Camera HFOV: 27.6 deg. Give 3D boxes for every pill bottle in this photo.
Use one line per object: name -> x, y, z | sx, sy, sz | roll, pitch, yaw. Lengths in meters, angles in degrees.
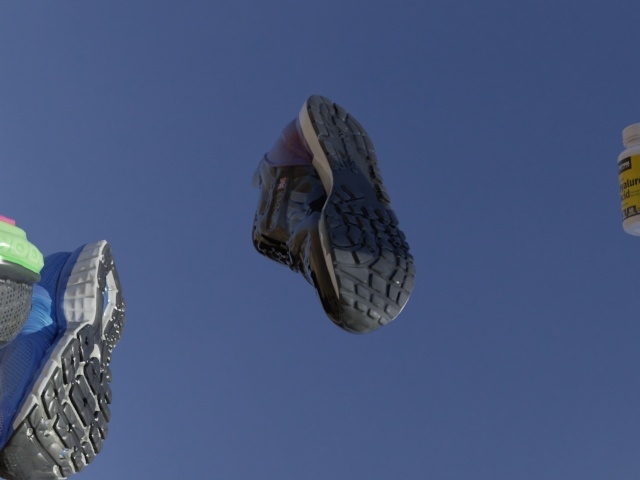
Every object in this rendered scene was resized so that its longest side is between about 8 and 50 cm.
pill bottle -> 0.361, -0.068, 1.432 | 0.065, 0.065, 0.116 | -27, -121, 54

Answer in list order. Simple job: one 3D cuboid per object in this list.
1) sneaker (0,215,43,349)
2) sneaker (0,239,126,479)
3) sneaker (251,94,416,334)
sneaker -> -0.341, 0.109, 0.554 | 0.185, 0.482, 0.202 | -5, -72, 63
sneaker -> -0.289, 0.125, 1.303 | 0.147, 0.330, 0.130 | -9, -60, 6
sneaker -> 0.000, 0.000, 1.184 | 0.107, 0.283, 0.124 | 31, -60, -29
